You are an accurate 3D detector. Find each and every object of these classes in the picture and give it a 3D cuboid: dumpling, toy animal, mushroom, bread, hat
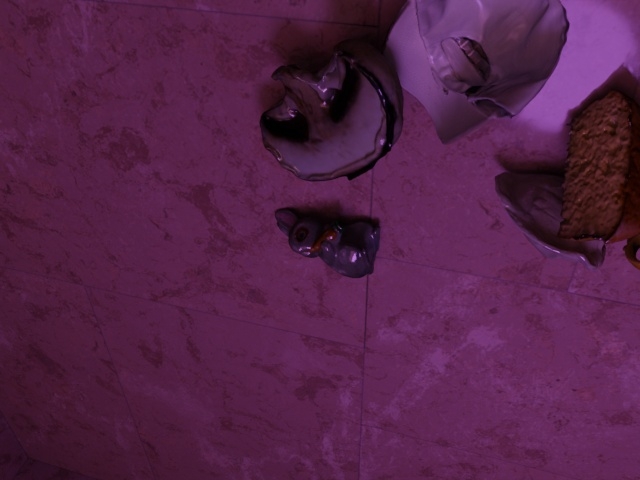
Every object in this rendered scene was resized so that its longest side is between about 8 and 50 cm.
[{"bbox_3d":[0.419,-0.032,1.080,0.252,0.179,0.131,34,133,-9],"label":"dumpling"},{"bbox_3d":[-0.001,0.003,1.328,0.251,0.125,0.127,14,103,19],"label":"toy animal"},{"bbox_3d":[0.026,-0.236,1.080,0.247,0.130,0.344,47,146,-2],"label":"mushroom"},{"bbox_3d":[0.485,-0.103,0.987,0.134,0.260,0.129,19,168,-25],"label":"bread"},{"bbox_3d":[0.239,-0.293,0.966,0.258,0.168,0.301,57,160,6],"label":"hat"}]

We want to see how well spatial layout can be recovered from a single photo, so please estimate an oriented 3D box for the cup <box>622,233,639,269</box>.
[{"bbox_3d":[0.613,-0.021,0.981,0.185,0.226,0.241,41,123,-13],"label":"cup"}]
